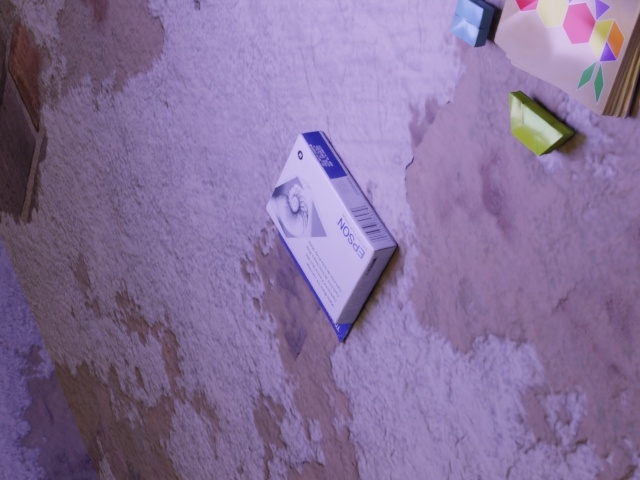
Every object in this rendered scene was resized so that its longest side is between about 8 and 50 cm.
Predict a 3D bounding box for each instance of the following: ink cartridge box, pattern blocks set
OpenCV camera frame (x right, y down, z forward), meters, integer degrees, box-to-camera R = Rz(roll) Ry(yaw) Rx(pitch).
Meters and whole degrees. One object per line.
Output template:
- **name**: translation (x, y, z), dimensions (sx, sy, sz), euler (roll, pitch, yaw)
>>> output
- **ink cartridge box**: translation (0.000, 0.000, 1.519), dimensions (0.223, 0.045, 0.224), euler (58, 143, 29)
- **pattern blocks set**: translation (0.253, -0.216, 1.065), dimensions (0.325, 0.026, 0.285), euler (53, 140, 34)
